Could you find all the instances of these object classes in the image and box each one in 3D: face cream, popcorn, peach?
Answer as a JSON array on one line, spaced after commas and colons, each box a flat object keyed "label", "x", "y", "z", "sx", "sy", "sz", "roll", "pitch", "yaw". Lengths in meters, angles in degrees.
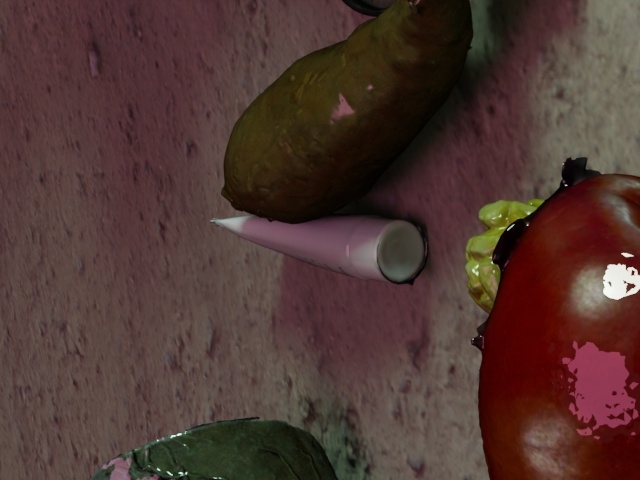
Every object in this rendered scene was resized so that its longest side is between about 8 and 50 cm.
[{"label": "face cream", "x": 0.000, "y": 0.000, "z": 1.558, "sx": 0.244, "sy": 0.092, "sz": 0.058, "roll": 8, "pitch": 82, "yaw": 54}, {"label": "popcorn", "x": 0.170, "y": 0.024, "z": 1.275, "sx": 0.106, "sy": 0.121, "sz": 0.116, "roll": 55, "pitch": -157, "yaw": -51}, {"label": "peach", "x": 0.242, "y": 0.136, "z": 1.038, "sx": 0.201, "sy": 0.258, "sz": 0.361, "roll": 28, "pitch": 123, "yaw": 58}]

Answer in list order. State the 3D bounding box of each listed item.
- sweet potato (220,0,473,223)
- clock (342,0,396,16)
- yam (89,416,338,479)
[{"label": "sweet potato", "x": 0.029, "y": -0.115, "z": 1.404, "sx": 0.423, "sy": 0.131, "sz": 0.130, "roll": -39, "pitch": 70, "yaw": 57}, {"label": "clock", "x": 0.049, "y": -0.272, "z": 1.394, "sx": 0.184, "sy": 0.040, "sz": 0.184, "roll": 29, "pitch": 126, "yaw": 50}, {"label": "yam", "x": -0.053, "y": 0.351, "z": 1.625, "sx": 0.348, "sy": 0.241, "sz": 0.241, "roll": 61, "pitch": 146, "yaw": 21}]
